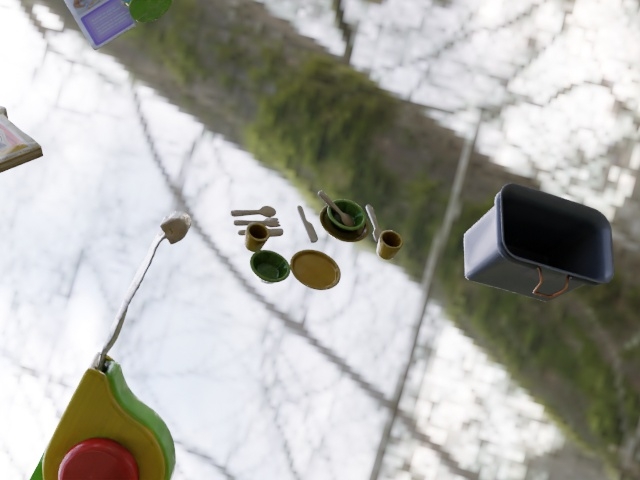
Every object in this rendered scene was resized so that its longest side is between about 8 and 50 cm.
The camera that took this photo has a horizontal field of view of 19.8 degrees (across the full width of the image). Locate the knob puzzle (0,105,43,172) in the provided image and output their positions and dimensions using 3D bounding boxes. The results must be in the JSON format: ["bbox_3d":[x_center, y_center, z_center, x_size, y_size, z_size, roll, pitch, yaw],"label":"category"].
[{"bbox_3d":[-0.350,-0.085,1.530,0.213,0.213,0.030,-56,-35,-53],"label":"knob puzzle"}]

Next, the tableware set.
[{"bbox_3d":[0.000,0.000,1.649,0.024,0.154,0.104,115,144,-43],"label":"tableware set"}]

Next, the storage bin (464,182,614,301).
[{"bbox_3d":[0.211,0.016,1.824,0.091,0.135,0.098,-40,42,51],"label":"storage bin"}]

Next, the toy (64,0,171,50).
[{"bbox_3d":[-0.206,-0.299,1.716,0.137,0.237,0.056,-33,-31,0],"label":"toy"}]

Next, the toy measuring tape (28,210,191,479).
[{"bbox_3d":[-0.155,0.140,1.592,0.330,0.121,0.121,-62,-11,12],"label":"toy measuring tape"}]
